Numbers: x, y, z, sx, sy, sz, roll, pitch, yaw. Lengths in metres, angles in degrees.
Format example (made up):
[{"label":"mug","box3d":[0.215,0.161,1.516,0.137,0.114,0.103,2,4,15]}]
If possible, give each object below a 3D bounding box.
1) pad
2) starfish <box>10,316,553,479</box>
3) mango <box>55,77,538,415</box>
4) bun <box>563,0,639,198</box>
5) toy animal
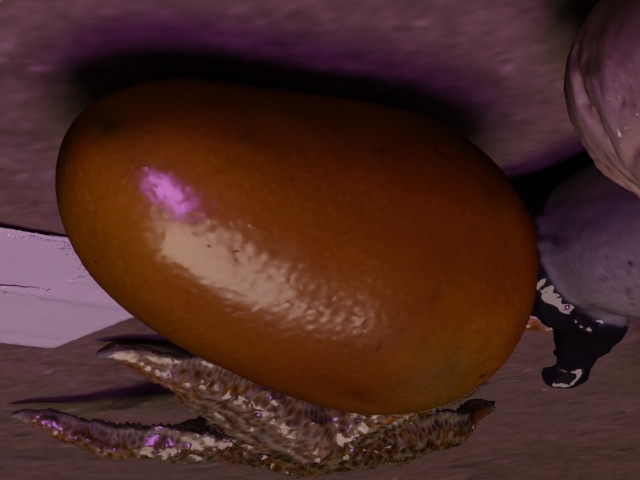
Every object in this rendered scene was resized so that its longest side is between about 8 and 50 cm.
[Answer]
[{"label":"pad","box3d":[-0.166,0.024,0.776,0.156,0.004,0.232,-21,159,34]},{"label":"starfish","box3d":[-0.023,0.124,1.065,0.357,0.078,0.347,-8,166,-1]},{"label":"mango","box3d":[0.000,0.000,0.604,0.138,0.113,0.253,-14,155,30]},{"label":"bun","box3d":[0.194,-0.039,0.540,0.222,0.128,0.222,-10,165,-3]},{"label":"toy animal","box3d":[0.139,0.010,0.733,0.225,0.094,0.121,-9,156,35]}]
